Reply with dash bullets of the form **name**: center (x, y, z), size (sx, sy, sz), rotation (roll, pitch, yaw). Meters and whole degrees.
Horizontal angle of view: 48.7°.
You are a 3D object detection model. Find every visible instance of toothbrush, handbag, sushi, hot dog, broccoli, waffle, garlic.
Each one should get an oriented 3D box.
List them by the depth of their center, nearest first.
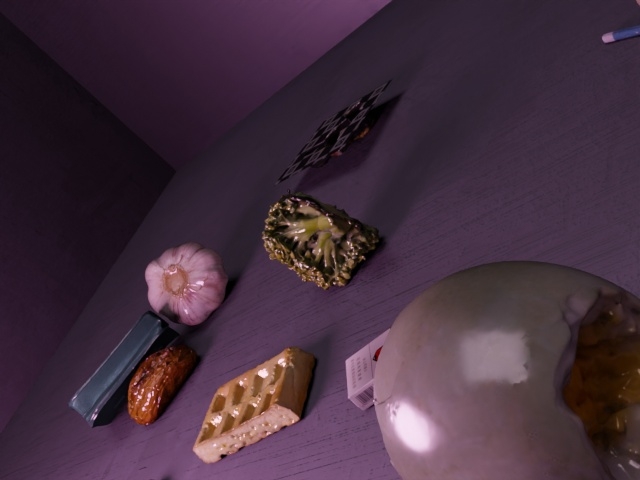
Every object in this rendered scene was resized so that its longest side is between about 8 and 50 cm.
- **toothbrush**: center (0.623, -0.394, 1.287), size (0.025, 0.019, 0.275), rotation (-46, 20, -13)
- **waffle**: center (-0.132, 0.319, 1.386), size (0.274, 0.057, 0.168), rotation (-33, 24, 32)
- **broccoli**: center (-0.007, 0.010, 1.509), size (0.273, 0.242, 0.180), rotation (-127, 60, -75)
- **hot dog**: center (-0.406, 0.355, 1.793), size (0.160, 0.099, 0.227), rotation (-6, 42, 55)
- **handbag**: center (-0.525, 0.350, 1.923), size (0.326, 0.089, 0.238), rotation (-53, -8, -13)
- **garlic**: center (-0.365, 0.122, 2.058), size (0.245, 0.245, 0.253), rotation (-43, -15, 10)
- **sushi**: center (0.055, -0.304, 2.148), size (0.359, 0.064, 0.343), rotation (-21, 29, 51)

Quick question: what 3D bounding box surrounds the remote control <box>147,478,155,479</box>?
- **remote control**: center (-0.341, 0.545, 1.397), size (0.078, 0.042, 0.221), rotation (-49, 21, -3)

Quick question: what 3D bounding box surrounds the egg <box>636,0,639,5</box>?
- **egg**: center (0.636, -0.468, 1.323), size (0.083, 0.071, 0.071), rotation (-18, 35, 50)

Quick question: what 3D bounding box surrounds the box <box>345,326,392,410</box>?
- **box**: center (0.111, 0.197, 1.159), size (0.152, 0.048, 0.100), rotation (-41, 23, 19)

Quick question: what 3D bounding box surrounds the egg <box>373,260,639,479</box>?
- **egg**: center (0.191, 0.163, 0.747), size (0.336, 0.278, 0.278), rotation (-19, 34, 55)
